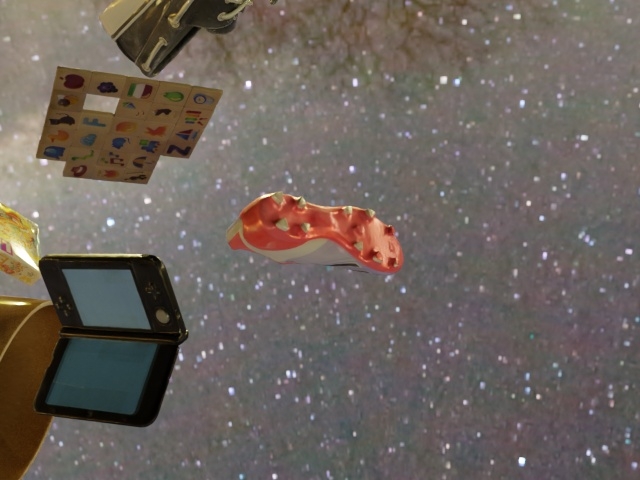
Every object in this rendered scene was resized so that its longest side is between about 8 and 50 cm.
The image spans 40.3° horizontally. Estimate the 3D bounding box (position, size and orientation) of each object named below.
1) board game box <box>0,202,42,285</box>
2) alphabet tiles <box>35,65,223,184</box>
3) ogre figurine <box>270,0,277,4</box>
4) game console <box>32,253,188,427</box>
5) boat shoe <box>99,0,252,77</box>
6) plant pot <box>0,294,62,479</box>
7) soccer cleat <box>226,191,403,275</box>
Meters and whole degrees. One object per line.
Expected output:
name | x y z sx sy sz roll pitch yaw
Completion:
board game box | -0.424 -0.016 1.107 0.026 0.154 0.103 -38 -136 14
alphabet tiles | -0.255 -0.138 1.125 0.198 0.237 0.009 4 -118 -24
ogre figurine | -0.061 -0.440 1.311 0.118 0.197 0.097 -35 -175 13
game console | -0.169 0.072 0.652 0.122 0.107 0.071 0 -153 28
boat shoe | -0.116 -0.267 0.910 0.301 0.102 0.108 -28 -169 38
plant pot | -0.460 0.152 1.014 0.254 0.237 0.237 15 -143 4
soccer cleat | 0.000 0.000 1.080 0.248 0.095 0.083 14 -121 -41
